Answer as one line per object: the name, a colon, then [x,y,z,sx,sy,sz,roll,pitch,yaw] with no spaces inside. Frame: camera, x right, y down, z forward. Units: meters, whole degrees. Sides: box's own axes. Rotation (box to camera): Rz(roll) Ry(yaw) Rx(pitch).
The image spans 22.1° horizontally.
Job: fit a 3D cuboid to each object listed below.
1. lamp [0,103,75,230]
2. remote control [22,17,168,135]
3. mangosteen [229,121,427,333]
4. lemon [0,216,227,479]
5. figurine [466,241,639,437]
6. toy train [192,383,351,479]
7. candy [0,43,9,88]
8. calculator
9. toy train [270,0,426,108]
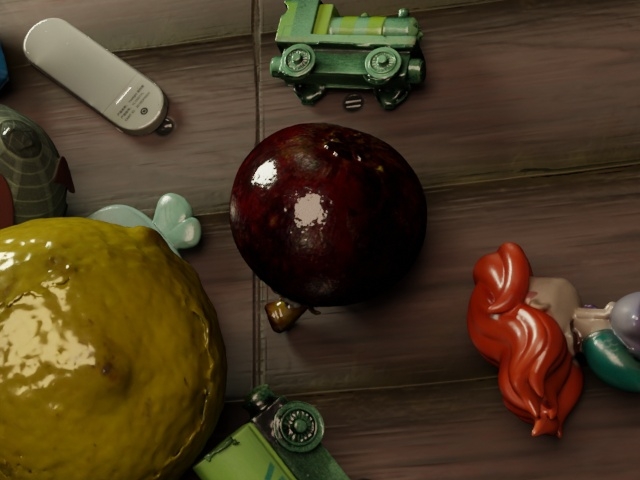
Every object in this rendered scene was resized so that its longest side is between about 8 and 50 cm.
lamp: [-0.420,-0.056,1.996,0.233,0.233,0.265,10,29,18]
remote control: [-0.298,-0.217,2.161,0.245,0.022,0.077,35,82,24]
mangosteen: [0.000,0.000,1.901,0.235,0.235,0.261,33,122,25]
lemon: [-0.283,0.139,1.798,0.349,0.387,0.350,2,84,-26]
figurine: [0.277,0.112,1.786,0.257,0.181,0.208,3,97,23]
toy train: [-0.027,0.286,1.781,0.157,0.105,0.253,-38,91,-16]
candy: [-0.561,-0.272,2.100,0.100,0.306,0.157,-41,56,35]
calculator: [-0.265,0.060,2.020,0.295,0.042,0.184,-41,63,-2]
toy train: [0.038,-0.238,2.049,0.200,0.083,0.132,5,65,15]
